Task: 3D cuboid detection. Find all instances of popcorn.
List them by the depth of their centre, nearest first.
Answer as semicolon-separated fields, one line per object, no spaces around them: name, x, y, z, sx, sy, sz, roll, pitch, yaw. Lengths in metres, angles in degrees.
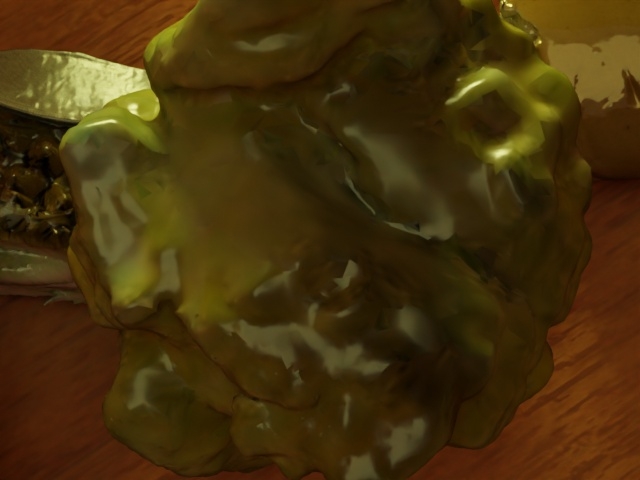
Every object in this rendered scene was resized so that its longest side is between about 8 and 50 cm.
popcorn;-0.004;0.001;0.629;0.293;0.237;0.293;1;88;-32

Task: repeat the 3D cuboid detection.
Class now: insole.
insole;-0.114;-0.085;0.744;0.192;0.010;0.063;5;44;-13

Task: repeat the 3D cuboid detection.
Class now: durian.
durian;-0.202;-0.023;0.732;0.224;0.078;0.140;-5;79;-2

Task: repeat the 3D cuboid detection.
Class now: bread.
bread;0.191;-0.103;0.736;0.173;0.085;0.134;-10;79;-1
